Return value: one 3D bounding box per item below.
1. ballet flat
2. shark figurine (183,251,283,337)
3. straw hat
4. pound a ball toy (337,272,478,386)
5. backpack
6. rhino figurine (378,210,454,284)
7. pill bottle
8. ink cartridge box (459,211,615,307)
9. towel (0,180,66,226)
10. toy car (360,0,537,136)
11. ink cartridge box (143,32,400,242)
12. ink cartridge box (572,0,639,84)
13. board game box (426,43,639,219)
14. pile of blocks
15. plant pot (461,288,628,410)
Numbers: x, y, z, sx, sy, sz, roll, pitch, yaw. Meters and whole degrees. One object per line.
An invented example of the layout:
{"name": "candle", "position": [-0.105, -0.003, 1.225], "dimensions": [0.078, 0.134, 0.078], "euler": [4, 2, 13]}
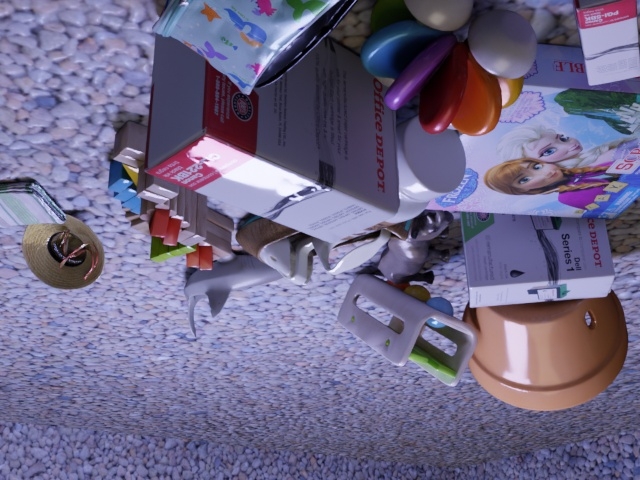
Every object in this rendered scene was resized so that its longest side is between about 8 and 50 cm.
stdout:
{"name": "ballet flat", "position": [0.000, 0.000, 1.305], "dimensions": [0.342, 0.124, 0.116], "euler": [-16, 151, 29]}
{"name": "shark figurine", "position": [-0.199, 0.100, 1.531], "dimensions": [0.166, 0.116, 0.278], "euler": [23, 144, -39]}
{"name": "straw hat", "position": [-0.414, 0.011, 1.376], "dimensions": [0.144, 0.145, 0.061], "euler": [-8, -163, 13]}
{"name": "pound a ball toy", "position": [0.179, 0.153, 1.529], "dimensions": [0.208, 0.136, 0.319], "euler": [24, -178, -24]}
{"name": "backpack", "position": [-0.037, -0.248, 0.653], "dimensions": [0.191, 0.225, 0.253], "euler": [29, 150, -11]}
{"name": "rhino figurine", "position": [0.163, 0.007, 1.393], "dimensions": [0.106, 0.073, 0.243], "euler": [-1, 154, -8]}
{"name": "pill bottle", "position": [0.074, -0.082, 1.085], "dimensions": [0.131, 0.131, 0.229], "euler": [15, 160, -32]}
{"name": "ink cartridge box", "position": [0.336, 0.010, 1.303], "dimensions": [0.219, 0.160, 0.093], "euler": [-6, 155, 8]}
{"name": "towel", "position": [-0.488, -0.049, 1.286], "dimensions": [0.152, 0.023, 0.113], "euler": [-5, 150, 8]}
{"name": "toy car", "position": [0.120, -0.180, 0.866], "dimensions": [0.182, 0.136, 0.159], "euler": [36, 150, -2]}
{"name": "ink cartridge box", "position": [-0.045, -0.135, 0.922], "dimensions": [0.272, 0.197, 0.114], "euler": [20, 149, -38]}
{"name": "ink cartridge box", "position": [0.285, -0.236, 0.837], "dimensions": [0.056, 0.099, 0.135], "euler": [-10, 153, 19]}
{"name": "board game box", "position": [0.316, -0.131, 1.104], "dimensions": [0.317, 0.066, 0.319], "euler": [3, 154, -8]}
{"name": "pile of blocks", "position": [-0.240, -0.033, 1.236], "dimensions": [0.148, 0.113, 0.362], "euler": [-6, 155, 9]}
{"name": "plant pot", "position": [0.377, 0.116, 1.435], "dimensions": [0.290, 0.291, 0.203], "euler": [-8, 137, 15]}
